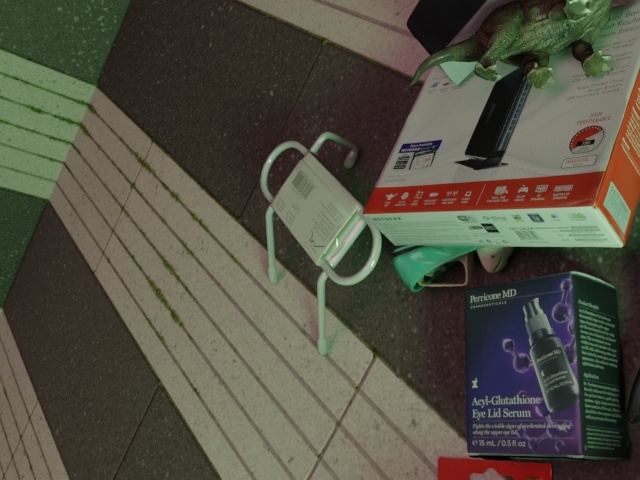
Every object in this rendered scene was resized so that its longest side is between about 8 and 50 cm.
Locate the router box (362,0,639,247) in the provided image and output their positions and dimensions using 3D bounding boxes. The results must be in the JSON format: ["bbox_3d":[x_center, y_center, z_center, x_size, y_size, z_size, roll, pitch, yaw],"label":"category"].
[{"bbox_3d":[0.249,-0.137,0.933,0.335,0.082,0.301,-1,56,48],"label":"router box"}]

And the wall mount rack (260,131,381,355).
[{"bbox_3d":[0.000,0.000,1.217,0.304,0.130,0.350,-54,43,15],"label":"wall mount rack"}]

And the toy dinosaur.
[{"bbox_3d":[0.261,-0.254,0.886,0.314,0.121,0.160,-32,25,31],"label":"toy dinosaur"}]

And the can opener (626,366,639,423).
[{"bbox_3d":[0.380,0.116,0.801,0.059,0.073,0.186,11,88,11],"label":"can opener"}]

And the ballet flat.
[{"bbox_3d":[0.208,0.014,1.017,0.247,0.083,0.087,-27,82,41],"label":"ballet flat"}]

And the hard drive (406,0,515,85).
[{"bbox_3d":[0.226,-0.353,0.997,0.254,0.054,0.172,-49,37,23],"label":"hard drive"}]

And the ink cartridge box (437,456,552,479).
[{"bbox_3d":[0.199,0.387,0.905,0.181,0.056,0.224,-13,69,45],"label":"ink cartridge box"}]

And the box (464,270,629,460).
[{"bbox_3d":[0.262,0.153,0.870,0.153,0.108,0.207,-17,65,45],"label":"box"}]
